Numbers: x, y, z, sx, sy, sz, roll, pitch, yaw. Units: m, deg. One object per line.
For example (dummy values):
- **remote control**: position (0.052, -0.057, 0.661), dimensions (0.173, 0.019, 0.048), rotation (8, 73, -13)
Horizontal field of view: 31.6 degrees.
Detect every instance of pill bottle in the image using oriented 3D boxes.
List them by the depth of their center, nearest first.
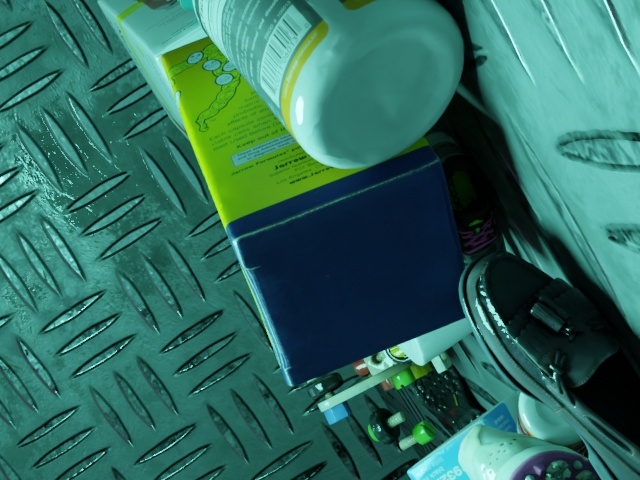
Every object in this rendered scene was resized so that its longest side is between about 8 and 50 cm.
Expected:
- **pill bottle**: position (-0.014, -0.202, 0.974), dimensions (0.278, 0.162, 0.162), rotation (52, 172, 36)
- **pill bottle**: position (0.259, 0.198, 1.241), dimensions (0.086, 0.086, 0.152), rotation (53, 174, 23)

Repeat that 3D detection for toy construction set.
- **toy construction set**: position (0.111, 0.137, 1.794), dimensions (0.257, 0.237, 0.309), rotation (20, -137, -47)

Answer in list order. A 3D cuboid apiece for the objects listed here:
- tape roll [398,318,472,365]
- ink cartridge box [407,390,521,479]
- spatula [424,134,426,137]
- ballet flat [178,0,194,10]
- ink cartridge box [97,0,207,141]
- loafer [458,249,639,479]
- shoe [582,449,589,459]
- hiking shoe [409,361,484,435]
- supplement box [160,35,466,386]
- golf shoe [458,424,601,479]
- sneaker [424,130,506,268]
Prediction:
- **tape roll**: position (0.097, 0.027, 1.540), dimensions (0.286, 0.100, 0.286), rotation (55, 174, 9)
- **ink cartridge box**: position (0.274, 0.367, 1.442), dimensions (0.307, 0.129, 0.223), rotation (55, -162, 11)
- **spatula**: position (0.095, -0.107, 1.274), dimensions (0.168, 0.019, 0.242), rotation (63, 172, -6)
- **ballet flat**: position (-0.162, -0.386, 1.592), dimensions (0.241, 0.091, 0.077), rotation (170, 97, -78)
- **ink cartridge box**: position (-0.203, -0.290, 1.904), dimensions (0.279, 0.160, 0.385), rotation (61, 172, -34)
- **loafer**: position (0.248, 0.123, 0.993), dimensions (0.302, 0.109, 0.095), rotation (50, 154, -1)
- **shoe**: position (0.304, 0.260, 1.356), dimensions (0.063, 0.081, 0.178), rotation (32, -150, -17)
- **hiking shoe**: position (0.220, 0.286, 1.941), dimensions (0.227, 0.086, 0.114), rotation (53, 169, 22)
- **supplement box**: position (-0.013, -0.065, 1.133), dimensions (0.356, 0.195, 0.194), rotation (-116, 6, -51)
- **golf shoe**: position (0.264, 0.268, 1.167), dimensions (0.306, 0.115, 0.140), rotation (36, 175, -34)
- **sneaker**: position (0.144, -0.022, 1.106), dimensions (0.170, 0.063, 0.075), rotation (65, 176, -26)
